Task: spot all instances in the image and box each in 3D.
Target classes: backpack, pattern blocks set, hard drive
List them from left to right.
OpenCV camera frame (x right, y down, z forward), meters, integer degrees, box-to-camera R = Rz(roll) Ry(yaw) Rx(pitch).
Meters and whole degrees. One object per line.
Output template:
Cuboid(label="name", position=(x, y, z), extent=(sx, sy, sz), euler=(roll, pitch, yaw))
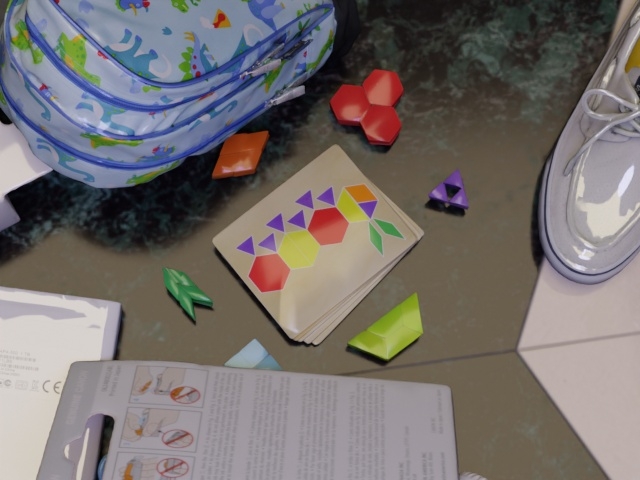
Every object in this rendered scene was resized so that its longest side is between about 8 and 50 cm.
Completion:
Cuboid(label="hard drive", position=(-0.325, 0.206, 1.670), extent=(0.210, 0.040, 0.319), euler=(7, 77, 0))
Cuboid(label="backpack", position=(-0.158, -0.215, 1.629), extent=(0.355, 0.273, 0.290), euler=(-41, 90, -18))
Cuboid(label="pattern blocks set", position=(0.000, 0.000, 1.735), extent=(0.325, 0.026, 0.285), euler=(-30, 80, -8))

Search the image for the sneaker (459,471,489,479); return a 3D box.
Cuboid(label="sneaker", position=(0.154, 0.355, 1.628), extent=(0.153, 0.094, 0.235), euler=(-29, 90, -17))

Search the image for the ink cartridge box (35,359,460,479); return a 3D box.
Cuboid(label="ink cartridge box", position=(-0.063, 0.237, 1.553), extent=(0.385, 0.308, 0.091), euler=(3, 119, 0))

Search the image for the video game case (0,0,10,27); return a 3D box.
Cuboid(label="video game case", position=(-0.358, -0.360, 1.803), extent=(0.196, 0.026, 0.274), euler=(25, 79, 3))

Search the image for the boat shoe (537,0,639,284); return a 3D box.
Cuboid(label="boat shoe", position=(0.334, -0.133, 1.711), extent=(0.136, 0.156, 0.367), euler=(27, 78, 4))

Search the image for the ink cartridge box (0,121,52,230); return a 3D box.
Cuboid(label="ink cartridge box", position=(-0.445, -0.066, 1.685), extent=(0.353, 0.119, 0.207), euler=(-28, 81, -8))

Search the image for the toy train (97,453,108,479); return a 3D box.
Cuboid(label="toy train", position=(-0.166, 0.277, 1.639), extent=(0.105, 0.080, 0.184), euler=(7, 81, -17))
